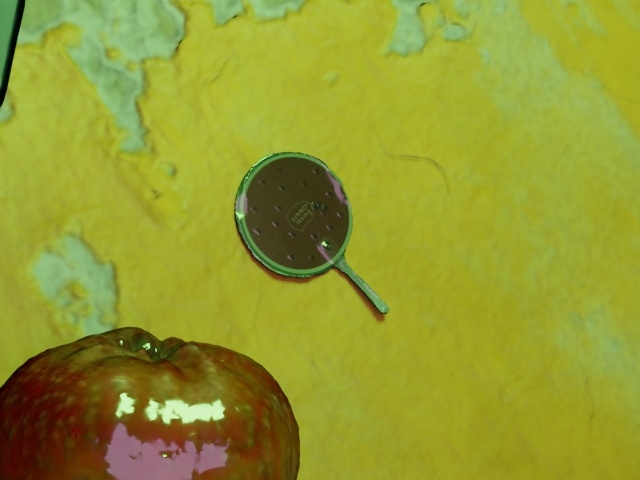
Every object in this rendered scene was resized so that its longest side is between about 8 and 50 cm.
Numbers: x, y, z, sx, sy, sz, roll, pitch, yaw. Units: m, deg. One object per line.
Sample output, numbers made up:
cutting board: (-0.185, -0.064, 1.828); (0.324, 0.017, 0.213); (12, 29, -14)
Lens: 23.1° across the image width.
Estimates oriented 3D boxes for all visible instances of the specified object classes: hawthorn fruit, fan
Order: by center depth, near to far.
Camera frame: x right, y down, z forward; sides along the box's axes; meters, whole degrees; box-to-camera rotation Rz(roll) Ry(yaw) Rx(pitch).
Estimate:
hawthorn fruit: (-0.105, 0.150, 0.865); (0.179, 0.179, 0.200); (8, 90, -24)
fan: (0.000, 0.000, 1.030); (0.133, 0.005, 0.085); (47, 64, -9)

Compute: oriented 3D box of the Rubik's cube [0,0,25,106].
Rubik's cube: (-0.262, -0.089, 0.889); (0.250, 0.284, 0.234); (-11, 107, -2)
